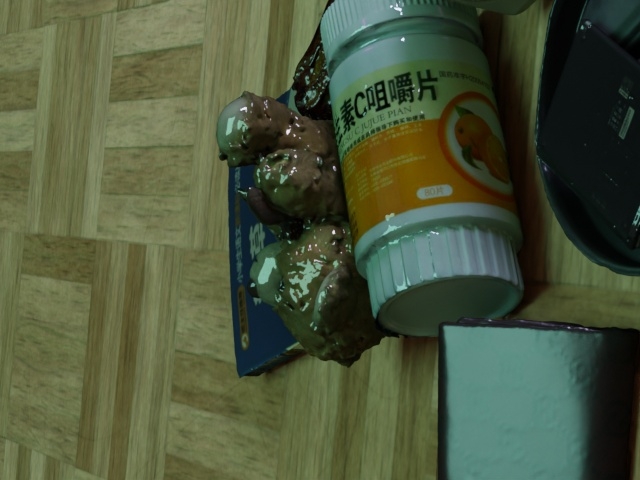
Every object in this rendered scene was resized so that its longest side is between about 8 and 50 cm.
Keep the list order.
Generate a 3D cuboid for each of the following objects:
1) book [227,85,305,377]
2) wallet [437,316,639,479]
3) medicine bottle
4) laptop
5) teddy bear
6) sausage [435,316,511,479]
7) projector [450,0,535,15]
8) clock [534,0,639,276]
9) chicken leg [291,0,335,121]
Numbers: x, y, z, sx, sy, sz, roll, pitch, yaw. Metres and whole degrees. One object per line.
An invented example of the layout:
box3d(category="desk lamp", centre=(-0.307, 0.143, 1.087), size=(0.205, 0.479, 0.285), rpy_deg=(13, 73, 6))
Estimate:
box3d(category="book", centre=(0.004, -0.041, 2.108), size=(0.428, 0.039, 0.300), rpy_deg=(-33, 57, 56))
box3d(category="wallet", centre=(0.181, 0.182, 1.644), size=(0.182, 0.049, 0.229), rpy_deg=(2, 88, 30))
box3d(category="medicine bottle", centre=(0.096, -0.077, 1.803), size=(0.158, 0.158, 0.318), rpy_deg=(-45, 48, 52))
box3d(category="laptop", centre=(0.232, -0.088, 1.548), size=(0.180, 0.016, 0.129), rpy_deg=(-125, 48, -55))
box3d(category="teddy bear", centre=(0.000, 0.000, 1.902), size=(0.267, 0.156, 0.256), rpy_deg=(58, -154, -67))
box3d(category="sausage", centre=(0.144, 0.212, 1.732), size=(0.086, 0.086, 0.289), rpy_deg=(1, 85, 63))
box3d(category="projector", centre=(0.160, -0.328, 1.718), size=(0.177, 0.163, 0.242), rpy_deg=(136, 136, -54))
box3d(category="clock", centre=(0.283, -0.131, 1.544), size=(0.325, 0.067, 0.325), rpy_deg=(-19, 69, 62))
box3d(category="chicken leg", centre=(0.023, -0.204, 2.005), size=(0.105, 0.063, 0.234), rpy_deg=(52, 125, 49))
